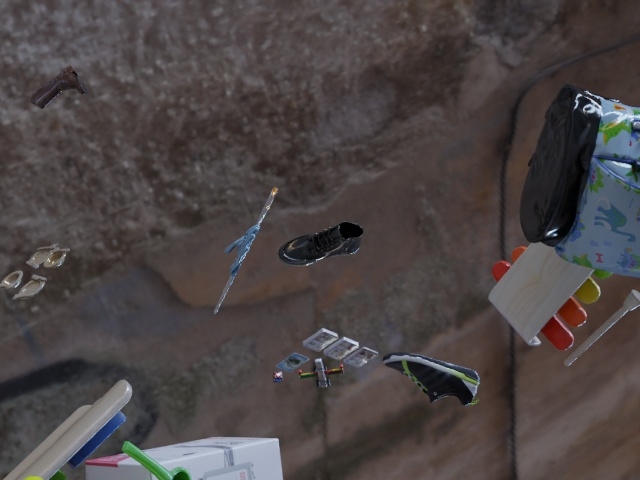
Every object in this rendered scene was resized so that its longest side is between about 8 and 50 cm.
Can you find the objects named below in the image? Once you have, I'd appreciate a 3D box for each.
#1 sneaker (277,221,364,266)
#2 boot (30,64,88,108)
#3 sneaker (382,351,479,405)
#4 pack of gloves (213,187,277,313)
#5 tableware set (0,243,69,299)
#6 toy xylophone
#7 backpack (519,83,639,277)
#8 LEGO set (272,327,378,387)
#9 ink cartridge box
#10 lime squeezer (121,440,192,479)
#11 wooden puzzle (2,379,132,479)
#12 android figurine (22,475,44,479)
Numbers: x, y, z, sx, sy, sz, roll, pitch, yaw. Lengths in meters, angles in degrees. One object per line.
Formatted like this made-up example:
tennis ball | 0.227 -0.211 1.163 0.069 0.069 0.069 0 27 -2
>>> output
sneaker | 0.000 0.000 2.689 0.118 0.222 0.083 108 -32 -68
boot | -0.548 -0.305 2.183 0.106 0.114 0.037 50 -5 43
sneaker | 0.251 0.321 2.390 0.084 0.235 0.097 73 31 -76
pack of gloves | -0.176 0.014 2.222 0.046 0.195 0.232 27 -52 -4
tableware set | -0.612 0.064 2.238 0.141 0.168 0.020 5 -44 44
toy xylophone | 0.432 0.075 1.823 0.322 0.081 0.236 -47 -114 35
backpack | 0.515 -0.065 1.591 0.290 0.356 0.273 101 -11 -50
LEGO set | -0.006 0.289 2.557 0.244 0.183 0.060 -39 -139 34
ink cartridge box | -0.235 0.421 1.826 0.207 0.283 0.117 -10 -96 45
lime squeezer | -0.227 0.351 1.517 0.110 0.059 0.310 34 -25 9
wooden puzzle | -0.498 0.420 1.982 0.080 0.322 0.348 48 -28 -5
android figurine | -0.280 0.371 1.368 0.248 0.056 0.273 19 -19 -2
